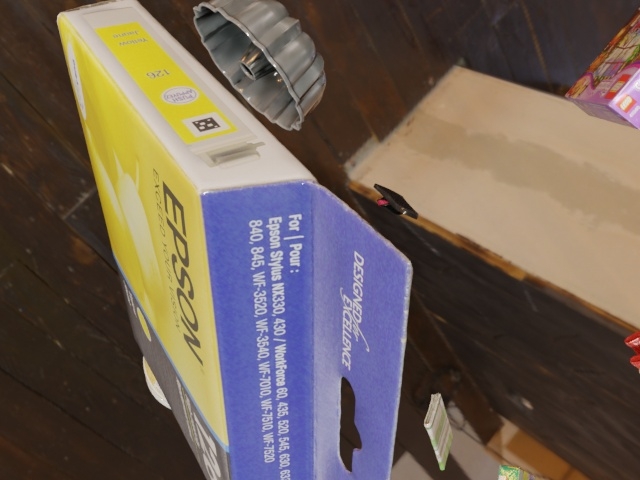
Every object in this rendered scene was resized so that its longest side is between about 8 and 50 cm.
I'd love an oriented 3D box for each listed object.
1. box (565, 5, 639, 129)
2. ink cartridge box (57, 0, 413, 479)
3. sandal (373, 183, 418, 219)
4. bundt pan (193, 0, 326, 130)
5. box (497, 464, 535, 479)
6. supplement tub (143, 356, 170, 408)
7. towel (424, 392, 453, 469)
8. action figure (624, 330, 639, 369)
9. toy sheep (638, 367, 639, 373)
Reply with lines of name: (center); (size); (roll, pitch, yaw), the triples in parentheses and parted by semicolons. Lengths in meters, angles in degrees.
box: (0.462, -0.263, 1.123); (0.057, 0.293, 0.201); (37, 103, -3)
ink cartridge box: (-0.065, 0.048, 0.498); (0.072, 0.307, 0.304); (-18, 132, -21)
sandal: (0.145, -0.073, 1.607); (0.067, 0.179, 0.040); (21, 106, -21)
bundt pan: (-0.113, -0.395, 1.661); (0.124, 0.331, 0.331); (-45, 133, -12)
box: (0.378, 0.497, 1.526); (0.179, 0.043, 0.105); (39, 59, -55)
supplement tub: (-0.269, 0.248, 1.798); (0.241, 0.241, 0.331); (-20, 162, -31)
towel: (0.282, 0.457, 1.891); (0.113, 0.023, 0.152); (-57, 136, -49)
action figure: (0.641, 0.259, 1.325); (0.139, 0.091, 0.280); (-27, 113, 26)
toy sheep: (0.474, 0.152, 1.012); (0.091, 0.132, 0.091); (24, 58, -45)
